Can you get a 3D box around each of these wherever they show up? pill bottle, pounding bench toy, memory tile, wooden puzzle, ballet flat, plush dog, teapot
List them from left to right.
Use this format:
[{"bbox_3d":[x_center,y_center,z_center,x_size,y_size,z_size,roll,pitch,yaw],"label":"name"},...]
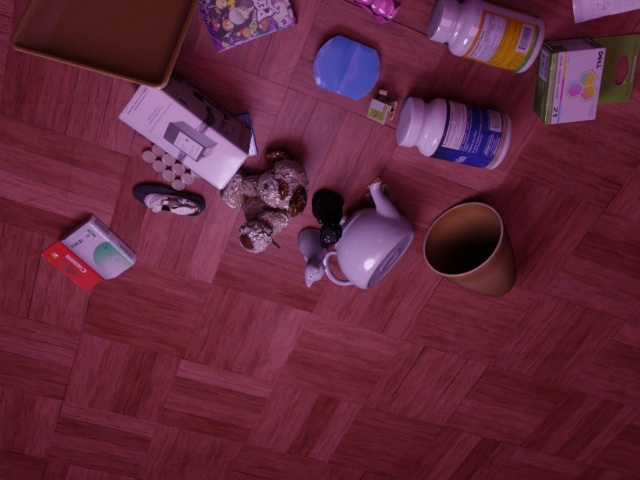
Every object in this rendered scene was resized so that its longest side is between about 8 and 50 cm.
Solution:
[{"bbox_3d":[-0.421,-0.106,1.699,0.203,0.074,0.074,11,121,-9],"label":"ballet flat"},{"bbox_3d":[-0.397,-0.208,1.660,0.113,0.012,0.148,-28,120,25],"label":"memory tile"},{"bbox_3d":[-0.116,-0.115,1.644,0.211,0.262,0.225,6,140,-47],"label":"plush dog"},{"bbox_3d":[0.127,0.002,1.728,0.187,0.252,0.256,40,77,16],"label":"teapot"},{"bbox_3d":[0.171,-0.122,1.751,0.078,0.014,0.116,-34,118,18],"label":"wooden puzzle"},{"bbox_3d":[0.164,-0.350,1.571,0.052,0.065,0.083,27,123,19],"label":"pounding bench toy"},{"bbox_3d":[0.339,-0.280,1.577,0.265,0.153,0.153,11,121,-9],"label":"pill bottle"},{"bbox_3d":[0.386,-0.493,1.452,0.246,0.136,0.136,12,121,-10],"label":"pill bottle"}]

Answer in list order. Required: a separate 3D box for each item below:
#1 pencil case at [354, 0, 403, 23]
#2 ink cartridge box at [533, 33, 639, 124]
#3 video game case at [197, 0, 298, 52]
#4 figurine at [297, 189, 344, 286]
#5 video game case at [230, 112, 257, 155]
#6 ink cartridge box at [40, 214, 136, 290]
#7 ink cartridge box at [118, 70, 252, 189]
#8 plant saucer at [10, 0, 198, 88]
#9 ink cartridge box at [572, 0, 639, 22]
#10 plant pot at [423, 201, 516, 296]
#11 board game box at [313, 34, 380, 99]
[{"bbox_3d":[0.084,-0.578,1.413,0.209,0.098,0.095,25,73,-17],"label":"pencil case"},{"bbox_3d":[0.685,-0.408,1.545,0.255,0.097,0.188,-6,123,2],"label":"ink cartridge box"},{"bbox_3d":[-0.188,-0.582,1.424,0.210,0.042,0.232,-16,122,9],"label":"video game case"},{"bbox_3d":[0.000,0.000,1.704,0.092,0.209,0.215,15,121,-12],"label":"figurine"},{"bbox_3d":[-0.260,-0.270,1.634,0.166,0.015,0.119,-8,122,3],"label":"video game case"},{"bbox_3d":[-0.683,0.052,1.798,0.225,0.056,0.181,-34,118,15],"label":"ink cartridge box"},{"bbox_3d":[-0.315,-0.280,1.497,0.289,0.211,0.121,36,109,-18],"label":"ink cartridge box"},{"bbox_3d":[-0.442,-0.491,1.338,0.333,0.332,0.081,15,162,-1],"label":"plant saucer"},{"bbox_3d":[0.711,-0.637,1.441,0.232,0.066,0.189,-6,125,26],"label":"ink cartridge box"},{"bbox_3d":[0.460,0.056,1.774,0.237,0.237,0.254,-33,133,17],"label":"plant pot"},{"bbox_3d":[0.064,-0.435,1.537,0.169,0.033,0.133,15,116,-18],"label":"board game box"}]
